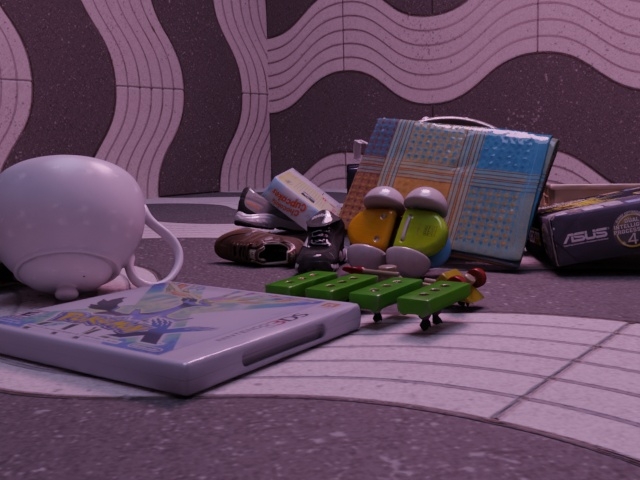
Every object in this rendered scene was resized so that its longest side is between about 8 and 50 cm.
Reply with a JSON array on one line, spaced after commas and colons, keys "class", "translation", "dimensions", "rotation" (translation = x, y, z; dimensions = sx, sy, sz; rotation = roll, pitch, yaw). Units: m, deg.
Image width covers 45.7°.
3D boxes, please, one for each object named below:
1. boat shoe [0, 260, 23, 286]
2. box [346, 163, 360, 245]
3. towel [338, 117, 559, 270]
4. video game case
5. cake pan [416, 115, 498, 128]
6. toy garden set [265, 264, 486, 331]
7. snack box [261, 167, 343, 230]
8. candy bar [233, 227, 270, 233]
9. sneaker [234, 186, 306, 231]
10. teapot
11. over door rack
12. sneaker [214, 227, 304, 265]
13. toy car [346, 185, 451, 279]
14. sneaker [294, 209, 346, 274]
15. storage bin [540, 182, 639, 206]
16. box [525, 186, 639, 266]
[{"class": "boat shoe", "translation": [-0.498, 0.032, 1.285], "dimensions": [0.098, 0.109, 0.302], "rotation": [46, 29, 21]}, {"class": "box", "translation": [0.233, -0.092, 1.758], "dimensions": [0.343, 0.179, 0.312], "rotation": [-2, 8, 1]}, {"class": "towel", "translation": [0.230, -0.099, 1.415], "dimensions": [0.370, 0.271, 0.040], "rotation": [11, -22, 31]}, {"class": "video game case", "translation": [-0.169, 0.098, 0.883], "dimensions": [0.329, 0.036, 0.300], "rotation": [3, 8, 34]}, {"class": "cake pan", "translation": [0.267, -0.142, 1.544], "dimensions": [0.293, 0.054, 0.293], "rotation": [-2, 48, 2]}, {"class": "toy garden set", "translation": [0.086, 0.072, 1.013], "dimensions": [0.244, 0.049, 0.204], "rotation": [3, 10, 37]}, {"class": "snack box", "translation": [-0.029, -0.088, 1.823], "dimensions": [0.187, 0.060, 0.322], "rotation": [37, 10, -1]}, {"class": "candy bar", "translation": [-0.172, -0.020, 1.911], "dimensions": [0.040, 0.018, 0.161], "rotation": [-5, 7, -26]}, {"class": "sneaker", "translation": [-0.095, -0.077, 1.941], "dimensions": [0.271, 0.108, 0.100], "rotation": [6, 0, -43]}, {"class": "teapot", "translation": [-0.380, 0.001, 1.160], "dimensions": [0.256, 0.187, 0.252], "rotation": [-17, -24, 14]}, {"class": "over door rack", "translation": [0.242, -0.250, 1.885], "dimensions": [0.239, 0.108, 0.324], "rotation": [-3, 6, -18]}, {"class": "sneaker", "translation": [-0.123, 0.014, 1.429], "dimensions": [0.188, 0.066, 0.071], "rotation": [0, 8, 19]}, {"class": "toy car", "translation": [0.142, 0.000, 1.293], "dimensions": [0.182, 0.159, 0.136], "rotation": [3, -28, 35]}, {"class": "sneaker", "translation": [0.000, 0.000, 1.353], "dimensions": [0.078, 0.106, 0.234], "rotation": [-1, 7, 10]}, {"class": "storage bin", "translation": [0.674, -0.083, 1.828], "dimensions": [0.262, 0.123, 0.260], "rotation": [0, 7, 11]}, {"class": "box", "translation": [0.580, -0.042, 1.363], "dimensions": [0.395, 0.097, 0.318], "rotation": [-10, 6, 7]}]
